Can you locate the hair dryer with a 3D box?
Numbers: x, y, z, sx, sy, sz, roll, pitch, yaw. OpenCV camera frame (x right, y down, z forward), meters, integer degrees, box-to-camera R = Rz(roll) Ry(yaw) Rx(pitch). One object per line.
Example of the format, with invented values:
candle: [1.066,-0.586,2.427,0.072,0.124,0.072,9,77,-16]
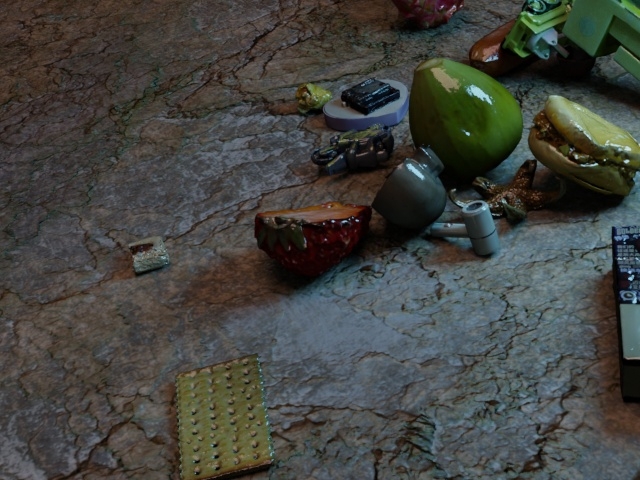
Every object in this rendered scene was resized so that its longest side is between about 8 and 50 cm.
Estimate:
hair dryer: [0.237,-0.023,1.635,0.137,0.082,0.047,3,33,48]

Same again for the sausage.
sausage: [0.465,-0.462,2.196,0.348,0.094,0.097,-32,51,-31]

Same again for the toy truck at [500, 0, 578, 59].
toy truck: [0.520,-0.463,2.076,0.259,0.128,0.135,-33,70,-34]

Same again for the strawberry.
strawberry: [0.000,0.000,1.655,0.190,0.111,0.236,6,12,41]

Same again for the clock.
clock: [0.110,-0.302,2.090,0.198,0.064,0.172,-29,36,-24]

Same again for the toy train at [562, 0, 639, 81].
toy train: [0.655,-0.417,1.855,0.160,0.253,0.397,-24,57,-30]

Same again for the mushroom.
mushroom: [0.166,-0.081,1.679,0.141,0.117,0.188,-39,-2,15]

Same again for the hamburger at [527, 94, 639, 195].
hamburger: [0.466,-0.167,1.684,0.213,0.108,0.214,20,25,-10]

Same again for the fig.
fig: [0.256,-0.221,1.787,0.207,0.230,0.207,-28,49,38]

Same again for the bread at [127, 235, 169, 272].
bread: [-0.314,0.024,1.759,0.070,0.035,0.083,-14,31,-7]

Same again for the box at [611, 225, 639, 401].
box: [0.520,0.095,1.359,0.198,0.084,0.310,-2,35,15]

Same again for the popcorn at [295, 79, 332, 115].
popcorn: [-0.023,-0.312,2.159,0.084,0.084,0.084,-8,34,5]

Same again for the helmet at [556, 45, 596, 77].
helmet: [0.560,-0.383,2.079,0.089,0.057,0.111,10,36,35]

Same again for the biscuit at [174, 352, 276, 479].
biscuit: [-0.139,0.254,1.381,0.139,0.016,0.231,-14,34,-3]

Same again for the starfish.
starfish: [0.324,-0.079,1.684,0.189,0.074,0.146,-16,35,-5]

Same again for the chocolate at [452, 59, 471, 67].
chocolate: [0.312,-0.397,2.200,0.100,0.031,0.064,3,32,24]

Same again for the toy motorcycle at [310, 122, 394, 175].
toy motorcycle: [0.081,-0.181,1.922,0.193,0.061,0.124,-27,39,-24]

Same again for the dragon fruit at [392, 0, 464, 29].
dragon fruit: [0.254,-0.656,2.393,0.210,0.268,0.205,23,65,42]
